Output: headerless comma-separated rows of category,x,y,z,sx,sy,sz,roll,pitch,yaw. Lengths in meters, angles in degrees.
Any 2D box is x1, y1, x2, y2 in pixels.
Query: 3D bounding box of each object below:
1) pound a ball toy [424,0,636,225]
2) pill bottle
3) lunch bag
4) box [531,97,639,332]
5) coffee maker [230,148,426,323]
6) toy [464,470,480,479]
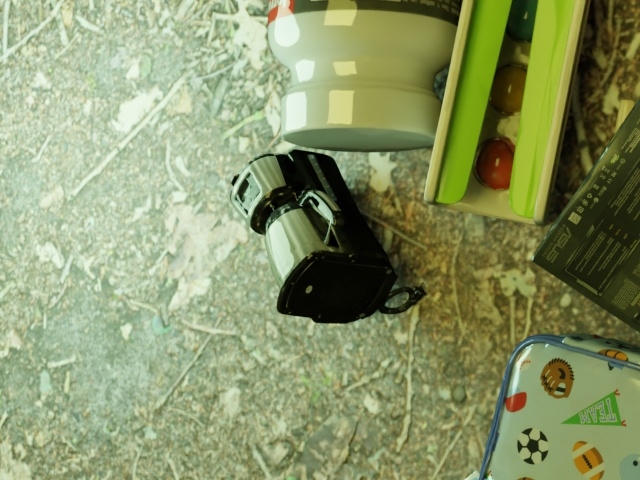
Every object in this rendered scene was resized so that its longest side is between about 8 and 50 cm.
pound a ball toy,0.231,-0.128,1.804,0.208,0.136,0.319,10,90,9
pill bottle,0.049,-0.286,1.875,0.210,0.210,0.363,-2,83,33
lunch bag,0.306,0.231,1.703,0.303,0.115,0.243,19,97,35
box,0.340,-0.027,1.669,0.183,0.059,0.233,33,108,5
coffee maker,0.000,0.000,1.925,0.120,0.171,0.178,-40,47,16
toy,0.162,0.374,1.813,0.137,0.056,0.237,-41,64,21
